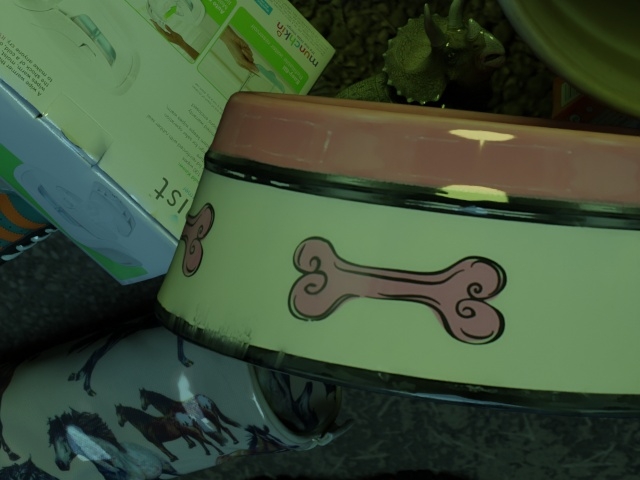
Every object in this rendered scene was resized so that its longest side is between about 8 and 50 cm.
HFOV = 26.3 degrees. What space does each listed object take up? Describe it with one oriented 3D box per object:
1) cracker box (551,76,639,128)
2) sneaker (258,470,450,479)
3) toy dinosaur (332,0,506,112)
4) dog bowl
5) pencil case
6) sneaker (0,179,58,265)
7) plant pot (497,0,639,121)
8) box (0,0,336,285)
[{"bbox_3d":[0.319,-0.080,1.104,0.232,0.067,0.155,41,123,-20],"label":"cracker box"},{"bbox_3d":[0.052,0.324,1.445,0.313,0.116,0.136,1,137,18],"label":"sneaker"},{"bbox_3d":[0.061,-0.081,1.141,0.313,0.121,0.160,-35,102,35],"label":"toy dinosaur"},{"bbox_3d":[0.101,-0.008,0.887,0.408,0.408,0.150,7,96,5],"label":"dog bowl"},{"bbox_3d":[-0.179,0.171,1.320,0.410,0.160,0.183,-20,104,23],"label":"pencil case"},{"bbox_3d":[-0.274,-0.038,1.225,0.302,0.108,0.121,-1,127,21],"label":"sneaker"},{"bbox_3d":[0.260,-0.268,0.840,0.323,0.280,0.323,5,127,6],"label":"plant pot"},{"bbox_3d":[-0.155,-0.139,1.026,0.262,0.231,0.126,43,149,-22],"label":"box"}]
